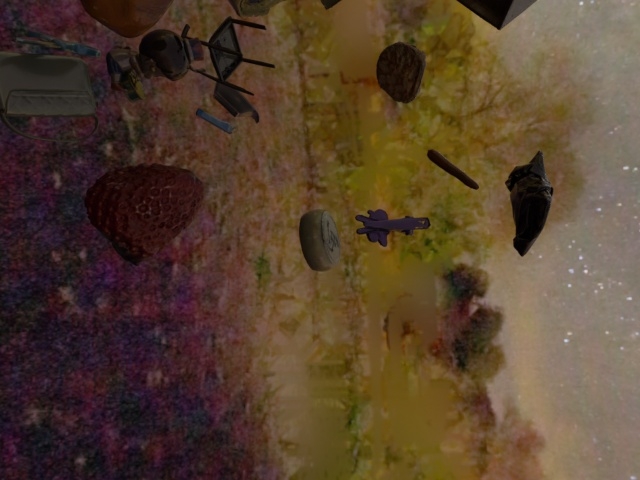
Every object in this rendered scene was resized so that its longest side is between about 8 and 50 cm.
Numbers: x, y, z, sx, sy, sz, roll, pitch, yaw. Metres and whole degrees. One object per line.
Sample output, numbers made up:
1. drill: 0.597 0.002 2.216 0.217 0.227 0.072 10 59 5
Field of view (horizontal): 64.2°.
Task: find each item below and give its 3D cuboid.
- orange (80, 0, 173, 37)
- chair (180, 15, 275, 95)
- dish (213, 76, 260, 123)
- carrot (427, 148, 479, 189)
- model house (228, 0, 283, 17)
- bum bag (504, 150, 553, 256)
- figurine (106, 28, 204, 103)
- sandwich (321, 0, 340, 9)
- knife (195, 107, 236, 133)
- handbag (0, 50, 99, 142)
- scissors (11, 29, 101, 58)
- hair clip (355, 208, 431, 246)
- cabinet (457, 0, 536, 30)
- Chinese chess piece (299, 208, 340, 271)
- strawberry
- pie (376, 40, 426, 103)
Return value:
1. orange: -0.460 -0.610 1.187 0.183 0.249 0.248 36 48 -46
2. chair: -0.313 -0.629 1.702 0.166 0.272 0.188 -60 158 -27
3. dish: -0.345 -0.551 2.059 0.234 0.064 0.154 42 -9 -15
4. carrot: 0.477 -0.257 1.844 0.248 0.043 0.043 46 -12 30
5. model house: -0.204 -0.787 1.530 0.193 0.234 0.175 57 4 16
6. bum bag: 0.383 -0.079 0.931 0.102 0.069 0.248 -49 -165 37
7. figurine: -0.469 -0.510 1.459 0.161 0.276 0.158 -102 169 -49
8. sandwich: 0.111 -0.803 1.490 0.063 0.245 0.212 49 34 -37
9. knife: -0.431 -0.494 2.112 0.044 0.026 0.296 -60 161 5
10. handbag: -0.681 -0.348 1.267 0.256 0.079 0.219 -17 95 -50
11. scissors: -0.700 -0.507 1.308 0.447 0.193 0.029 -120 -135 -68
12. hair clip: 0.245 -0.045 1.802 0.090 0.279 0.137 167 -79 -72
13. cabinet: 0.470 -0.679 1.271 0.175 0.215 0.148 44 -19 16
14. Chinese chess piece: 0.000 0.000 2.029 0.250 0.101 0.250 -11 90 -73
15. strawberry: -0.527 -0.105 1.526 0.310 0.292 0.291 -50 152 -18
16. pie: 0.282 -0.583 1.769 0.084 0.179 0.205 -43 153 -35
